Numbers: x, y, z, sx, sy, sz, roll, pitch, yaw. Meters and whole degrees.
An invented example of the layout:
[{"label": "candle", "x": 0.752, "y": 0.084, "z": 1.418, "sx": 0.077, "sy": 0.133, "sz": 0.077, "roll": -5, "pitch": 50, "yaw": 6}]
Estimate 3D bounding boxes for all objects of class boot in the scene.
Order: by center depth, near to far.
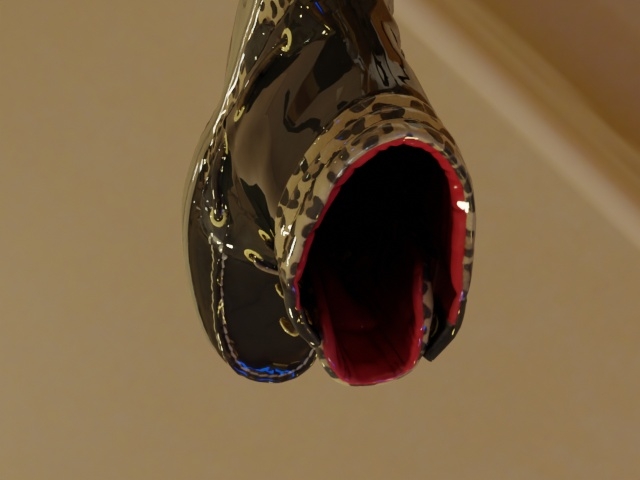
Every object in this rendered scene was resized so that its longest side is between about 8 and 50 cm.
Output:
[{"label": "boot", "x": 0.000, "y": 0.000, "z": 1.249, "sx": 0.138, "sy": 0.377, "sz": 0.284, "roll": 5, "pitch": -148, "yaw": -17}]
